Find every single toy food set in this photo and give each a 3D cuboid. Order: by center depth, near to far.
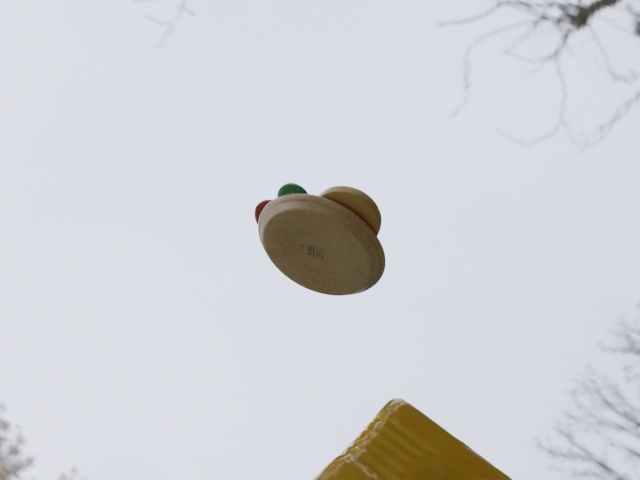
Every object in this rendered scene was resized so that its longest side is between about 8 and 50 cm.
[{"bbox_3d":[0.000,0.000,0.770,0.083,0.083,0.020,74,-147,-41],"label":"toy food set"}]

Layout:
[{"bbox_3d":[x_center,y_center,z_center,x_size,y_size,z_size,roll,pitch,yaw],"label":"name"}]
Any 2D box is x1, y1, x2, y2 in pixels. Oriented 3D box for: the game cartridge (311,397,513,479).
[{"bbox_3d":[0.077,0.211,0.489,0.052,0.285,0.324,-60,-12,28],"label":"game cartridge"}]
